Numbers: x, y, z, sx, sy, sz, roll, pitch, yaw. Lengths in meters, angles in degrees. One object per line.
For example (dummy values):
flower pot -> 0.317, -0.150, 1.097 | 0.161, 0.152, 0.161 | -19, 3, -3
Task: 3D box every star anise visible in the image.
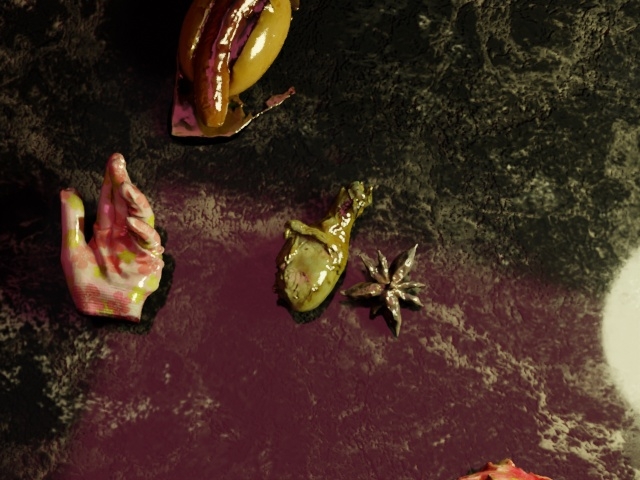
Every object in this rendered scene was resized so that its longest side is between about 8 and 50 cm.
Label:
star anise -> 0.106, 0.058, 1.536 | 0.124, 0.056, 0.129 | 37, 82, -2

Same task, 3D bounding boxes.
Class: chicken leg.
chicken leg -> 0.000, 0.000, 1.541 | 0.103, 0.088, 0.227 | 21, 77, 23

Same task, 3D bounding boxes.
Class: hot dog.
hot dog -> -0.129, -0.310, 1.614 | 0.194, 0.107, 0.326 | 8, 76, 3

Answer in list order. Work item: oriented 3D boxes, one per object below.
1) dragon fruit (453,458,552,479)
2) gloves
dragon fruit -> 0.224, 0.398, 1.350 | 0.268, 0.210, 0.205 | -9, 72, -33
gloves -> -0.303, -0.004, 1.533 | 0.145, 0.126, 0.241 | 1, 77, 29
